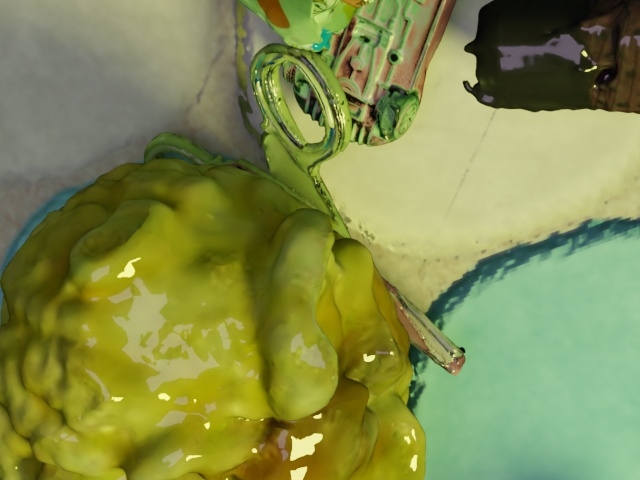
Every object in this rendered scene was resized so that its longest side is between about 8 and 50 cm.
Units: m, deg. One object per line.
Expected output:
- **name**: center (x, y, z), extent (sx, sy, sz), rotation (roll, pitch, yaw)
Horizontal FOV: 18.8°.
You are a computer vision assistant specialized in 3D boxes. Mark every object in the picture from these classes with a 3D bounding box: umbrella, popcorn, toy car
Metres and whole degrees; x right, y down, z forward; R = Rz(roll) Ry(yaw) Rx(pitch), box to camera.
- **umbrella**: center (0.227, -0.086, 0.869), extent (0.326, 0.090, 0.094), rotation (-3, 102, 16)
- **popcorn**: center (-0.047, 0.073, 0.905), extent (0.217, 0.181, 0.235), rotation (-12, 116, 35)
- **toy car**: center (0.033, -0.114, 0.933), extent (0.069, 0.055, 0.142), rotation (29, 116, 19)

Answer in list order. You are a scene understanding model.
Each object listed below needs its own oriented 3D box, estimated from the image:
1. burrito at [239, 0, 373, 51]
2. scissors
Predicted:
- **burrito**: center (-0.091, -0.171, 0.937), extent (0.288, 0.054, 0.104), rotation (38, 128, 16)
- **scissors**: center (0.000, 0.000, 0.966), extent (0.133, 0.020, 0.187), rotation (-33, 95, 40)
